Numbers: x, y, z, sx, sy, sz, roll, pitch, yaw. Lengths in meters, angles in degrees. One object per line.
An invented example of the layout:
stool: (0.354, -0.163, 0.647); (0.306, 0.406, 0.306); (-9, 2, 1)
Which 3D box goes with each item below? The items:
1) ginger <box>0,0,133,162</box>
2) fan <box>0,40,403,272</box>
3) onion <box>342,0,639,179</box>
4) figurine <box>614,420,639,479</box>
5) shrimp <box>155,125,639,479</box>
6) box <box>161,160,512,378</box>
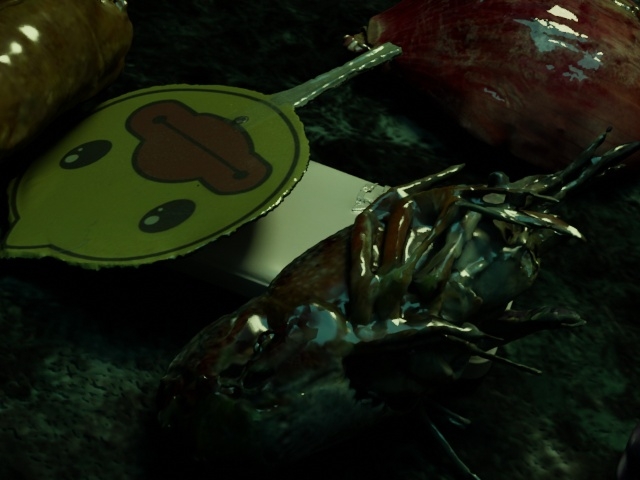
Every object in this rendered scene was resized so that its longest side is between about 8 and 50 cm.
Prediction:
ginger: (-0.218, -0.113, 1.111); (0.107, 0.133, 0.309); (51, 33, -13)
fan: (-0.081, -0.069, 1.113); (0.335, 0.011, 0.229); (-29, 37, -22)
onion: (0.163, -0.163, 1.320); (0.283, 0.120, 0.227); (11, 34, -6)
figurine: (0.232, 0.196, 0.902); (0.145, 0.145, 0.222); (-1, 43, -20)
shrimp: (0.071, 0.052, 1.008); (0.372, 0.172, 0.137); (-23, 33, -11)
box: (0.000, 0.000, 1.126); (0.285, 0.044, 0.142); (21, 41, 5)
